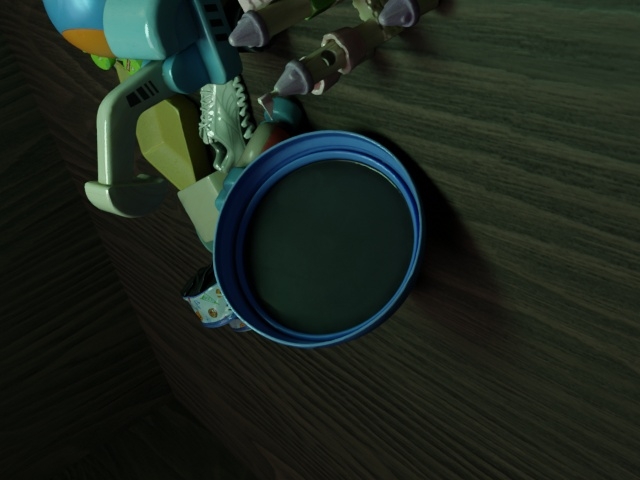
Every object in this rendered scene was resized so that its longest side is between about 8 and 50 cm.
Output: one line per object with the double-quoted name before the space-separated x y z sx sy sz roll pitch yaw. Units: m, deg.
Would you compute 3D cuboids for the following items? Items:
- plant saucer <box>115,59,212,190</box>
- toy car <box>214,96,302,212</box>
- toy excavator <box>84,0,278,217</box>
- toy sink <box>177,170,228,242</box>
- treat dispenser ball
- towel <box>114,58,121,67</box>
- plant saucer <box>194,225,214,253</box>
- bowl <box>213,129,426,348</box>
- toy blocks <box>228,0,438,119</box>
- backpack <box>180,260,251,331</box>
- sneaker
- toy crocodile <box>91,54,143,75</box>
"plant saucer" -0.402 -0.298 2.297 0.333 0.081 0.332 40 151 37
"toy car" -0.054 -0.122 1.737 0.238 0.219 0.210 30 157 -5
"toy excavator" -0.295 -0.320 1.553 0.222 0.445 0.433 15 134 43
"toy sink" -0.233 -0.101 2.137 0.152 0.131 0.234 61 152 -6
"treat dispenser ball" -0.444 -0.534 1.823 0.288 0.288 0.288 44 153 30
"towel" -0.573 -0.608 2.291 0.324 0.056 0.312 57 157 5
"plant saucer" -0.329 -0.018 2.549 0.195 0.037 0.195 43 153 30
"bowl" 0.000 0.000 1.513 0.391 0.391 0.077 46 -176 26
"toy blocks" -0.033 -0.361 1.238 0.288 0.260 0.309 60 158 -7
"backpack" -0.211 0.114 2.187 0.213 0.263 0.276 60 156 -5
"sneaker" -0.222 -0.285 1.909 0.110 0.118 0.292 23 137 57
"toy crocodile" -0.472 -0.480 2.107 0.341 0.115 0.105 21 142 34
